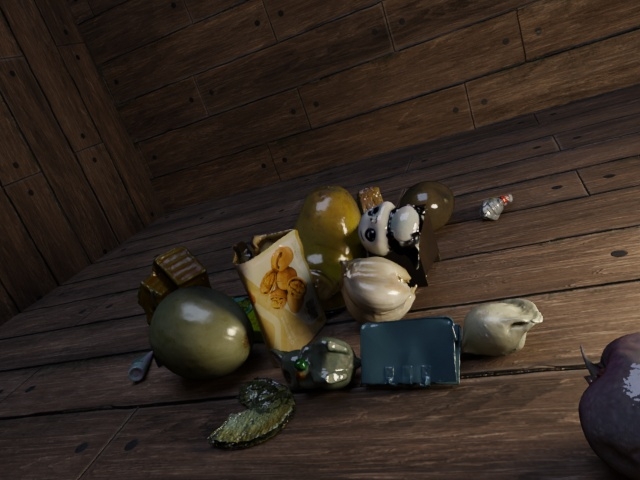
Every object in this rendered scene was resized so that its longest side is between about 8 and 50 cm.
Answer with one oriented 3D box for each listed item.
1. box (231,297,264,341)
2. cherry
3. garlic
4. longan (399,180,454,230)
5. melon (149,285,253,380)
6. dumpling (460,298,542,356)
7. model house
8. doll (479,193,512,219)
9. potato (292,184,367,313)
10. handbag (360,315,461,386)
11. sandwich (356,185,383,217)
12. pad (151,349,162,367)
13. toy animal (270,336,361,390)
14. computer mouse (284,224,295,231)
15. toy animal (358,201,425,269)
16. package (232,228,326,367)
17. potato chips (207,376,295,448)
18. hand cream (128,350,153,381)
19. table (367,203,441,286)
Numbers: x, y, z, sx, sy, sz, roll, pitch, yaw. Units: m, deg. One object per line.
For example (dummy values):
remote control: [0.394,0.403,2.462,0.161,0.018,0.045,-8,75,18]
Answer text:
box: [-0.258,0.248,1.615,0.334,0.047,0.187,-5,24,31]
cherry: [0.476,0.237,0.710,0.265,0.184,0.213,17,53,41]
garlic: [0.154,0.136,1.354,0.202,0.185,0.281,-1,-3,-3]
longan: [0.375,-0.116,1.795,0.197,0.198,0.212,-10,27,28]
melon: [-0.327,0.252,1.381,0.271,0.272,0.307,-32,17,-31]
dumpling: [0.379,0.177,1.084,0.180,0.111,0.155,-5,26,23]
model house: [-0.542,0.163,1.863,0.267,0.239,0.173,-30,22,-29]
doll: [0.603,-0.117,1.746,0.180,0.079,0.094,-27,-9,-39]
potato: [0.000,0.000,1.597,0.289,0.296,0.397,7,25,22]
handbag: [0.190,0.243,1.096,0.220,0.057,0.144,-8,61,30]
sandwich: [0.207,-0.024,1.816,0.099,0.289,0.254,-14,-26,-4]
pad: [-0.424,0.321,1.668,0.264,0.009,0.159,-29,21,-20]
toy animal: [-0.031,0.299,1.202,0.251,0.127,0.125,-17,33,47]
computer mouse: [-0.058,0.000,2.020,0.373,0.114,0.203,-31,23,-6]
toy animal: [0.185,-0.018,1.339,0.178,0.138,0.166,9,65,19]
package: [-0.139,0.148,1.382,0.164,0.312,0.221,-1,28,41]
potato chips: [-0.152,0.393,1.170,0.201,0.029,0.220,-18,22,6]
hand cream: [-0.563,0.386,1.583,0.076,0.047,0.174,-26,11,-8]
table: [0.243,0.021,1.529,0.172,0.193,0.169,-8,22,32]
